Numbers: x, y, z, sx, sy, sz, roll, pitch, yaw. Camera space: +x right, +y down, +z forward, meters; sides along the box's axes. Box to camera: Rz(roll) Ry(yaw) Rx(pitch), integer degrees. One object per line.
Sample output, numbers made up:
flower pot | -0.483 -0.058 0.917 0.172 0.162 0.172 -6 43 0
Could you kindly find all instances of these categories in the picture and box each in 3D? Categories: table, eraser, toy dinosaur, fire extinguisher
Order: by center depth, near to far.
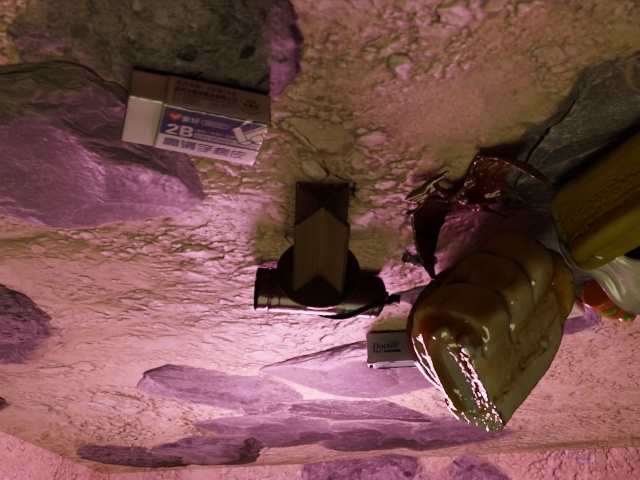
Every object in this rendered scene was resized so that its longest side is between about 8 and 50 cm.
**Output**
eraser | -0.190 -0.185 1.256 0.210 0.068 0.124 9 152 -15
toy dinosaur | 0.277 -0.055 1.458 0.327 0.113 0.206 -22 147 32
table | 0.000 0.000 1.541 0.167 0.167 0.227 1 144 -2
fire extinguisher | 0.024 0.121 1.822 0.341 0.105 0.141 5 -179 -11

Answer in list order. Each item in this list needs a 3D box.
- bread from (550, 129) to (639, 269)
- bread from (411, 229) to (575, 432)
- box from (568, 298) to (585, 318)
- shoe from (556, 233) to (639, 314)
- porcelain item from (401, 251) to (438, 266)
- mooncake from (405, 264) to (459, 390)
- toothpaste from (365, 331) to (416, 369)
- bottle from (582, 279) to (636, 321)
bread | 0.532 -0.088 1.336 0.112 0.166 0.383 1 154 -26
bread | 0.322 0.140 1.545 0.210 0.341 0.300 21 151 43
box | 0.521 0.141 1.918 0.122 0.032 0.220 -18 147 32
shoe | 0.606 0.029 1.600 0.316 0.124 0.159 29 138 -30
porcelain item | 0.211 0.042 1.730 0.083 0.028 0.036 12 117 -27
mooncake | 0.330 0.191 1.751 0.284 0.284 0.155 6 148 -10
toothpaste | 0.275 0.281 2.137 0.313 0.089 0.071 -4 159 7
bottle | 0.673 0.148 1.894 0.069 0.069 0.187 -23 146 38
